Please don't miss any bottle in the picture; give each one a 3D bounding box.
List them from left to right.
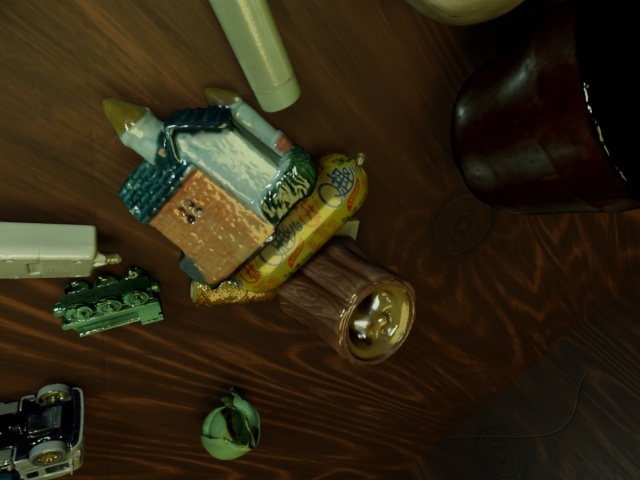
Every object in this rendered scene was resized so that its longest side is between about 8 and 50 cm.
[{"bbox_3d":[-0.093,-0.284,0.567,0.072,0.072,0.201,-31,134,-5],"label":"bottle"}]

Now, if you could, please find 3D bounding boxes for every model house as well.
[{"bbox_3d":[-0.177,-0.112,0.608,0.253,0.184,0.291,-41,121,13],"label":"model house"}]

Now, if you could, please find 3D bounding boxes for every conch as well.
[{"bbox_3d":[-0.213,0.448,1.004,0.137,0.143,0.250,32,136,2],"label":"conch"}]

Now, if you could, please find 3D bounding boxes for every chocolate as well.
[{"bbox_3d":[0.424,-0.209,0.742,0.383,0.331,0.384,2,84,-24],"label":"chocolate"}]

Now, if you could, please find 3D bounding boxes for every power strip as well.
[{"bbox_3d":[-0.464,0.015,0.573,0.338,0.058,0.098,3,155,-31],"label":"power strip"}]

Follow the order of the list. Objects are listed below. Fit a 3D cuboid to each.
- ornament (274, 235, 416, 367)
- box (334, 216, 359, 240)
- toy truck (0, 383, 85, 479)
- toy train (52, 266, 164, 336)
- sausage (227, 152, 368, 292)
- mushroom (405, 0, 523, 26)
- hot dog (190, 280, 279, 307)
[{"bbox_3d":[0.048,0.119,0.794,0.235,0.217,0.221,-3,108,-30],"label":"ornament"},{"bbox_3d":[0.000,0.000,0.876,0.167,0.024,0.090,-8,127,-24],"label":"box"},{"bbox_3d":[-0.630,0.388,0.740,0.367,0.146,0.175,-5,134,-23],"label":"toy truck"},{"bbox_3d":[-0.369,0.115,0.726,0.170,0.071,0.111,-14,137,-20],"label":"toy train"},{"bbox_3d":[-0.040,-0.032,0.750,0.347,0.123,0.123,-45,134,1],"label":"sausage"},{"bbox_3d":[0.188,-0.431,0.437,0.353,0.325,0.353,-11,153,-6],"label":"mushroom"},{"bbox_3d":[-0.119,0.094,0.854,0.289,0.068,0.083,-4,119,-26],"label":"hot dog"}]
